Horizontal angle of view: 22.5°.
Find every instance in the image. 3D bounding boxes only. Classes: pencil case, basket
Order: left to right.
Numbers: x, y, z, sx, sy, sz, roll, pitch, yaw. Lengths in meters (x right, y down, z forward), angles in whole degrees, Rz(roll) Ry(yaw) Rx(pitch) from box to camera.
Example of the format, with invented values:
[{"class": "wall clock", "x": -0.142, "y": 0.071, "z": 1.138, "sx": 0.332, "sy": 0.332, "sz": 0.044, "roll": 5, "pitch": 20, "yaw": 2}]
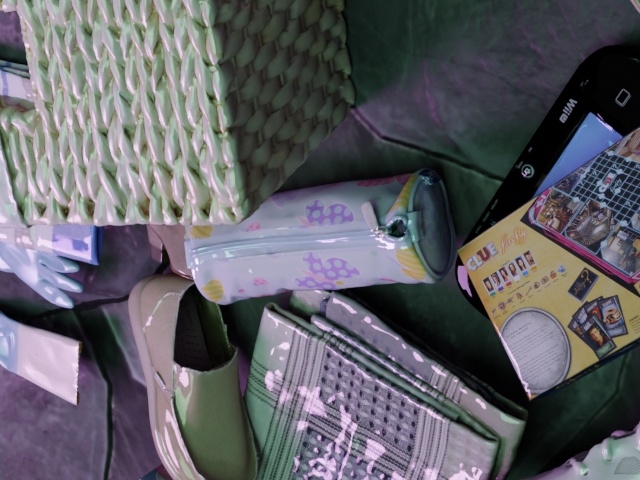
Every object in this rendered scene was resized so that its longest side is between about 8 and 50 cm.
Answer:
[{"class": "basket", "x": -0.153, "y": -0.209, "z": 1.478, "sx": 0.266, "sy": 0.331, "sz": 0.328, "roll": 2, "pitch": 113, "yaw": 22}, {"class": "pencil case", "x": 0.000, "y": 0.000, "z": 1.620, "sx": 0.273, "sy": 0.124, "sz": 0.113, "roll": -7, "pitch": 104, "yaw": 28}]

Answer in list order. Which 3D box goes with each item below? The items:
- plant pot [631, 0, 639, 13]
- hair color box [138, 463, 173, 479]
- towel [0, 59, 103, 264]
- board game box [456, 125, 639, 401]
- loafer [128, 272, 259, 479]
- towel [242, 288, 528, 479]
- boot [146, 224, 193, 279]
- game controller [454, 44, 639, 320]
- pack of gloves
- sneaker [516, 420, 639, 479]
[{"class": "plant pot", "x": 0.367, "y": -0.273, "z": 1.338, "sx": 0.237, "sy": 0.110, "sz": 0.237, "roll": 10, "pitch": 117, "yaw": 20}, {"class": "hair color box", "x": -0.157, "y": 0.415, "z": 1.851, "sx": 0.174, "sy": 0.105, "sz": 0.347, "roll": 37, "pitch": 129, "yaw": 20}, {"class": "towel", "x": -0.358, "y": -0.098, "z": 1.772, "sx": 0.285, "sy": 0.034, "sz": 0.209, "roll": 14, "pitch": 107, "yaw": 21}, {"class": "board game box", "x": 0.253, "y": 0.021, "z": 1.469, "sx": 0.243, "sy": 0.042, "sz": 0.165, "roll": -36, "pitch": 72, "yaw": 38}, {"class": "loafer", "x": -0.131, "y": 0.159, "z": 1.729, "sx": 0.092, "sy": 0.102, "sz": 0.268, "roll": -24, "pitch": 85, "yaw": 52}, {"class": "towel", "x": 0.042, "y": 0.227, "z": 1.703, "sx": 0.312, "sy": 0.056, "sz": 0.324, "roll": 33, "pitch": 122, "yaw": 27}, {"class": "boot", "x": -0.141, "y": -0.009, "z": 1.723, "sx": 0.118, "sy": 0.042, "sz": 0.087, "roll": 20, "pitch": 110, "yaw": 26}, {"class": "game controller", "x": 0.254, "y": -0.029, "z": 1.525, "sx": 0.166, "sy": 0.067, "sz": 0.319, "roll": 35, "pitch": 121, "yaw": 7}, {"class": "pack of gloves", "x": -0.355, "y": 0.062, "z": 1.871, "sx": 0.232, "sy": 0.046, "sz": 0.195, "roll": 19, "pitch": 119, "yaw": 28}, {"class": "sneaker", "x": 0.326, "y": 0.163, "z": 1.523, "sx": 0.448, "sy": 0.169, "sz": 0.257, "roll": -10, "pitch": 98, "yaw": 11}]
